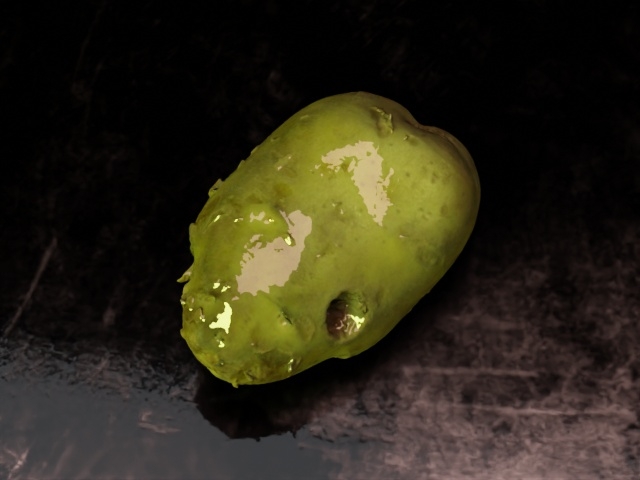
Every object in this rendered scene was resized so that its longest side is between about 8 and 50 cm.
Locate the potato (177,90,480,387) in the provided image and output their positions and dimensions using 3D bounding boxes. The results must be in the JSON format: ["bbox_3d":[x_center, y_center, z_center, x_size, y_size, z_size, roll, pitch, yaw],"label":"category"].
[{"bbox_3d":[0.000,0.000,1.661,0.191,0.141,0.296,46,70,3],"label":"potato"}]
